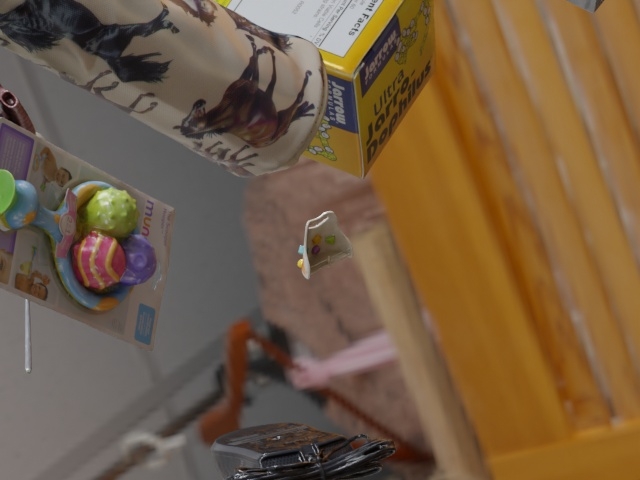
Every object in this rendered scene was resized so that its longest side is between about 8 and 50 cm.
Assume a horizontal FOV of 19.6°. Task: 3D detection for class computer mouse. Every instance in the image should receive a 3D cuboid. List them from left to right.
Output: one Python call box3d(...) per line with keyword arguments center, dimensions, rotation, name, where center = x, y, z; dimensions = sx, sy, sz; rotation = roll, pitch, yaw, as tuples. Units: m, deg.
box3d(center=(-0.041, 0.254, 2.028), dimensions=(0.188, 0.272, 0.072), rotation=(-12, -85, -18), name="computer mouse")

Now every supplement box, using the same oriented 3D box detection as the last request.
box3d(center=(-0.063, -0.255, 2.196), dimensions=(0.194, 0.356, 0.195), rotation=(-56, -23, -28), name="supplement box")

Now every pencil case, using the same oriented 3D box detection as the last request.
box3d(center=(-0.191, -0.218, 1.889), dimensions=(0.410, 0.160, 0.183), rotation=(28, -154, -28), name="pencil case")

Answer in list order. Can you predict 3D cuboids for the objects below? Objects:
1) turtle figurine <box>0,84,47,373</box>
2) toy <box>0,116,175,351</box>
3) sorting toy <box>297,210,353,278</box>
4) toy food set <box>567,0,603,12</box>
box3d(center=(-0.364, -0.039, 1.802), dimensions=(0.266, 0.198, 0.274), rotation=(-91, 0, -75), name="turtle figurine")
box3d(center=(-0.192, -0.002, 1.572), dimensions=(0.237, 0.056, 0.137), rotation=(27, -114, -48), name="toy")
box3d(center=(0.000, 0.000, 2.538), dimensions=(0.083, 0.045, 0.075), rotation=(-26, -52, -34), name="sorting toy")
box3d(center=(0.274, -0.264, 1.611), dimensions=(0.104, 0.232, 0.111), rotation=(-50, -22, -28), name="toy food set")
